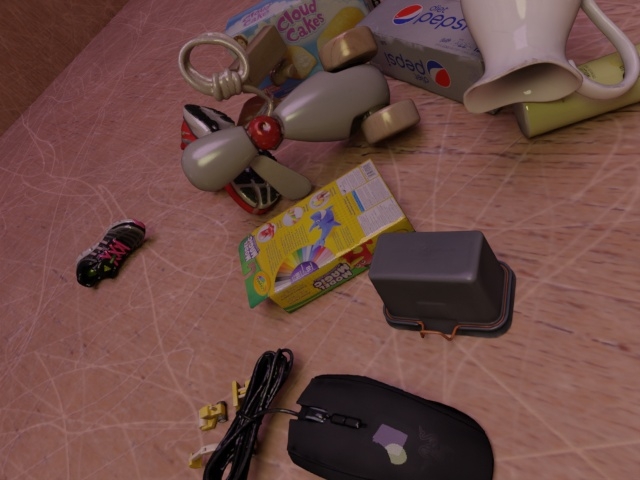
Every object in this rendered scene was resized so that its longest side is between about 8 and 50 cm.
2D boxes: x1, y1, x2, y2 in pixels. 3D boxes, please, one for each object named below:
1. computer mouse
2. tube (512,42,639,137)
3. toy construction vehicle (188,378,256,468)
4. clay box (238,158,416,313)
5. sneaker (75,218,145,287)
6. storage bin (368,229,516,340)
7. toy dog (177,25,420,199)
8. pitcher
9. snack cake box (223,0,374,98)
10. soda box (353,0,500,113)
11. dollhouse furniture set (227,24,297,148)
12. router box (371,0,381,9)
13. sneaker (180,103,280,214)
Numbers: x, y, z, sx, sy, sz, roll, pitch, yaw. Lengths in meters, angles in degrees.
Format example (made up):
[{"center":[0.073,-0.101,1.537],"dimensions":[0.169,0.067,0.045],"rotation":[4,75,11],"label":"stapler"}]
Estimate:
[{"center":[0.004,0.200,0.398],"dimensions":[0.262,0.060,0.184],"rotation":[10,59,32],"label":"computer mouse"},{"center":[0.345,-0.186,0.500],"dimensions":[0.240,0.062,0.070],"rotation":[-17,93,15],"label":"tube"},{"center":[-0.106,0.204,0.508],"dimensions":[0.098,0.035,0.086],"rotation":[-25,46,15],"label":"toy construction vehicle"},{"center":[0.000,0.000,0.585],"dimensions":[0.222,0.053,0.127],"rotation":[-31,45,11],"label":"clay box"},{"center":[-0.383,0.029,0.815],"dimensions":[0.170,0.063,0.074],"rotation":[-34,44,14],"label":"sneaker"},{"center":[0.114,0.042,0.449],"dimensions":[0.135,0.091,0.098],"rotation":[-1,56,34],"label":"storage bin"},{"center":[-0.031,-0.175,0.659],"dimensions":[0.334,0.161,0.220],"rotation":[-6,89,-6],"label":"toy dog"},{"center":[0.240,-0.246,0.476],"dimensions":[0.178,0.125,0.207],"rotation":[2,80,-1],"label":"pitcher"},{"center":[-0.031,-0.386,0.839],"dimensions":[0.264,0.152,0.089],"rotation":[-16,50,24],"label":"snack cake box"},{"center":[0.177,-0.290,0.667],"dimensions":[0.098,0.091,0.286],"rotation":[-43,44,-3],"label":"soda box"},{"center":[-0.125,-0.275,0.816],"dimensions":[0.123,0.151,0.144],"rotation":[14,63,40],"label":"dollhouse furniture set"},{"center":[0.058,-0.495,0.887],"dimensions":[0.092,0.122,0.038],"rotation":[-35,50,6],"label":"router box"},{"center":[-0.161,-0.125,0.773],"dimensions":[0.279,0.107,0.118],"rotation":[51,129,34],"label":"sneaker"}]
